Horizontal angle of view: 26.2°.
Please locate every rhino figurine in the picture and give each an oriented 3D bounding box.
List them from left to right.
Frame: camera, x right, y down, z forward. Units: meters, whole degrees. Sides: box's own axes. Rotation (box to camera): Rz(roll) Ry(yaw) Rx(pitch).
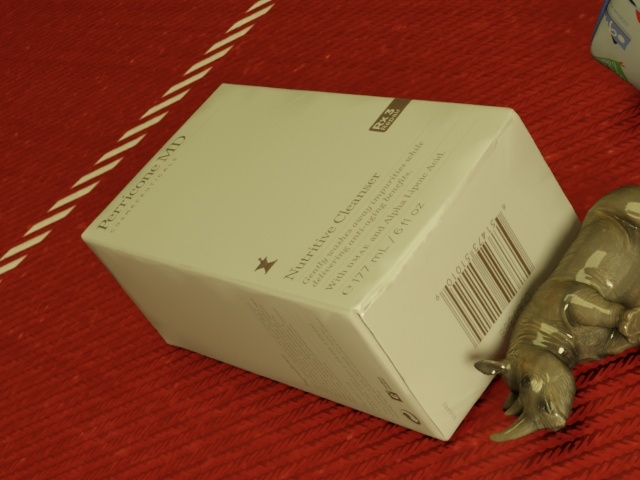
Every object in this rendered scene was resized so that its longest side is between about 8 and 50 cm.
[{"bbox_3d":[0.193,0.053,0.978,0.106,0.073,0.243,17,59,47],"label":"rhino figurine"}]

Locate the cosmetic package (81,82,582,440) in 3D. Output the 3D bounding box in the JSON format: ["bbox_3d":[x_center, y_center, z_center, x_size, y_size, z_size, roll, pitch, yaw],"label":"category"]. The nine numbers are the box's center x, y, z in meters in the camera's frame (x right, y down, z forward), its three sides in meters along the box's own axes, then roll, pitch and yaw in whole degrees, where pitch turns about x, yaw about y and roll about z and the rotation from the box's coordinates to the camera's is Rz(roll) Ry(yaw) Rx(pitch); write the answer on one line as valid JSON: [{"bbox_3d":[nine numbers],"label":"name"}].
[{"bbox_3d":[0.000,0.000,1.145,0.385,0.156,0.217,12,55,48],"label":"cosmetic package"}]

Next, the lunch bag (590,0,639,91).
[{"bbox_3d":[0.356,-0.250,1.113,0.303,0.243,0.115,-42,72,-16],"label":"lunch bag"}]
